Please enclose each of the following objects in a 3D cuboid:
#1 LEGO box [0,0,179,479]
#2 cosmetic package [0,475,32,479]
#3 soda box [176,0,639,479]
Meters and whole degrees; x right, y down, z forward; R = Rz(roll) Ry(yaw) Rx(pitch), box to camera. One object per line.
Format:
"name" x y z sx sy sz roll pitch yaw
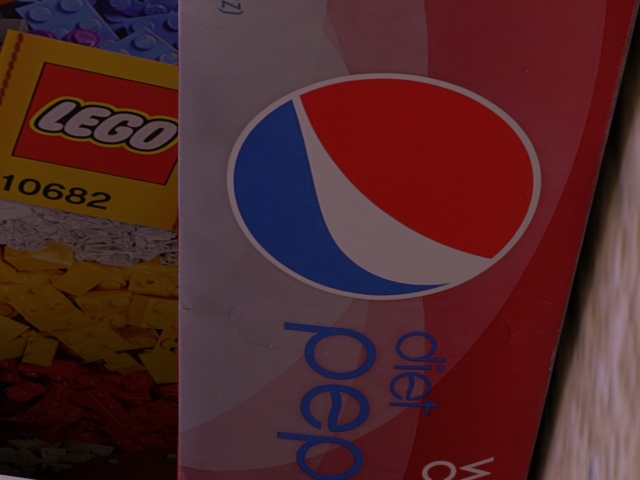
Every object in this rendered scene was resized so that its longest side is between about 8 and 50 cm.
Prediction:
"LEGO box" -0.095 -0.197 0.784 0.372 0.193 0.500 123 153 -53
"cosmetic package" -0.132 0.286 1.212 0.097 0.284 0.377 108 166 -81
"soda box" 0.012 -0.014 0.402 0.263 0.083 0.092 94 178 -47
